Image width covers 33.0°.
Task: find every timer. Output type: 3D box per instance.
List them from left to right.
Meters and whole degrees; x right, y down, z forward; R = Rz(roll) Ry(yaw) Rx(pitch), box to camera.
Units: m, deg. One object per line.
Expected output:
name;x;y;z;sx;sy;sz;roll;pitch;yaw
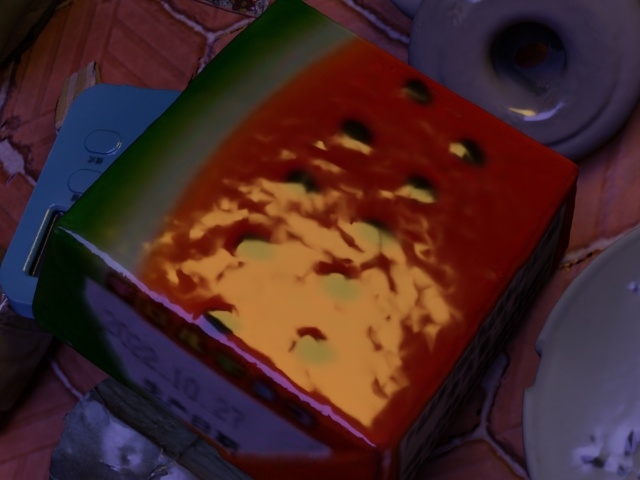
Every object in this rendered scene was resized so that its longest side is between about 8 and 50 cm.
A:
timer;-0.173;-0.028;1.048;0.232;0.091;0.250;8;55;17

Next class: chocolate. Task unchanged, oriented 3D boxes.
chocolate;0.000;0.000;0.890;0.341;0.161;0.360;33;63;12

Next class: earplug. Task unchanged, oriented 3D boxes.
earplug;0.168;-0.223;1.000;0.214;0.175;0.325;-27;76;18

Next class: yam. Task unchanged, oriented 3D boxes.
yam;-0.085;0.243;0.937;0.271;0.202;0.201;25;115;24

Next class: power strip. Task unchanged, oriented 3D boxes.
power strip;0.339;0.148;0.791;0.358;0.161;0.357;-11;64;24

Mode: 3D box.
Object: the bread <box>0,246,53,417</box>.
bread;-0.385;0.097;1.139;0.192;0.110;0.209;28;85;32

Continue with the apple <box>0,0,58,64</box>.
apple;-0.387;-0.296;1.224;0.188;0.174;0.207;-56;17;18

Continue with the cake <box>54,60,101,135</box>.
cake;-0.265;-0.147;1.212;0.052;0.065;0.121;-23;44;14

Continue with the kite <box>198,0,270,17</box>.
kite;-0.106;-0.345;1.222;0.198;0.006;0.244;-30;66;11
